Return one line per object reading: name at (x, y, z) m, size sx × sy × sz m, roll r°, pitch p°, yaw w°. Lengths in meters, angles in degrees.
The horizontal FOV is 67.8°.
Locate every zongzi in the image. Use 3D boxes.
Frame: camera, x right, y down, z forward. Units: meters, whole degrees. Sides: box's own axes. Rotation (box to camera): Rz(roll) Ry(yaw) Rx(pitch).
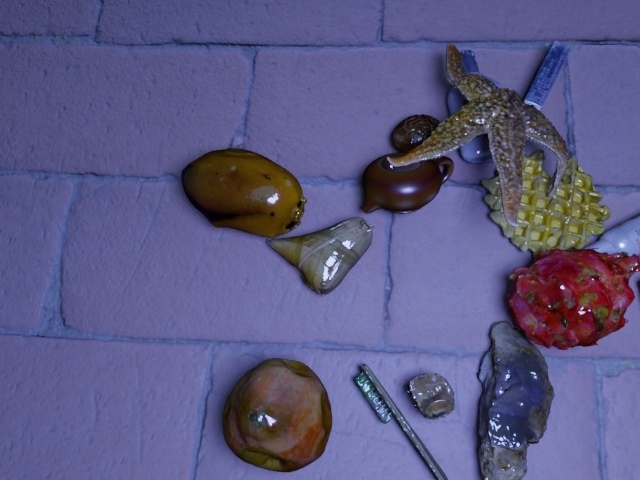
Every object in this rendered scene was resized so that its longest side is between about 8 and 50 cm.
zongzi at (0.000, 0.000, 1.082) m, size 0.197 × 0.099 × 0.194 m, roll 39°, pitch 79°, yaw 21°

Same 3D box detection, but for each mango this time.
mango at (-0.172, -0.112, 1.095) m, size 0.288 × 0.152 × 0.201 m, roll 17°, pitch 80°, yaw 10°

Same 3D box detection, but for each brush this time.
brush at (0.159, 0.378, 0.971) m, size 0.048 × 0.054 × 0.282 m, roll -38°, pitch 74°, yaw 1°

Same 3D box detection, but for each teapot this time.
teapot at (0.203, -0.127, 1.099) m, size 0.252 × 0.135 × 0.178 m, roll -20°, pitch 42°, yaw -21°

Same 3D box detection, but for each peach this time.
peach at (-0.088, 0.331, 0.911) m, size 0.215 × 0.235 × 0.214 m, roll -4°, pitch 65°, yaw 9°

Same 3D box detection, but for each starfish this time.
starfish at (0.354, -0.227, 1.019) m, size 0.398 × 0.132 × 0.383 m, roll 38°, pitch 69°, yaw 6°

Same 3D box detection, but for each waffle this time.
waffle at (0.510, -0.087, 1.092) m, size 0.250 × 0.056 × 0.261 m, roll -26°, pitch 75°, yaw -4°

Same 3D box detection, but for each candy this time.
candy at (0.224, 0.311, 0.959) m, size 0.085 × 0.110 × 0.095 m, roll -22°, pitch 61°, yaw 7°

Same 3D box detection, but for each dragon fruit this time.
dragon fruit at (0.512, 0.107, 0.960) m, size 0.268 × 0.210 × 0.205 m, roll -31°, pitch 45°, yaw -2°

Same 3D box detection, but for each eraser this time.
eraser at (0.533, -0.371, 1.161) m, size 0.046 × 0.092 × 0.212 m, roll 27°, pitch 78°, yaw 10°

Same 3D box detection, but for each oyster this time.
oyster at (0.379, 0.329, 0.940) m, size 0.166 × 0.110 × 0.341 m, roll 28°, pitch 63°, yaw 6°

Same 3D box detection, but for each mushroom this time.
mushroom at (0.233, -0.257, 1.145) m, size 0.109 × 0.085 × 0.126 m, roll 42°, pitch 64°, yaw 13°

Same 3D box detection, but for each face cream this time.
face cream at (0.702, -0.015, 1.043) m, size 0.269 × 0.082 × 0.081 m, roll -25°, pitch 73°, yaw -5°
face cream at (0.383, -0.331, 1.166) m, size 0.144 × 0.071 × 0.291 m, roll -10°, pitch 73°, yaw -2°
